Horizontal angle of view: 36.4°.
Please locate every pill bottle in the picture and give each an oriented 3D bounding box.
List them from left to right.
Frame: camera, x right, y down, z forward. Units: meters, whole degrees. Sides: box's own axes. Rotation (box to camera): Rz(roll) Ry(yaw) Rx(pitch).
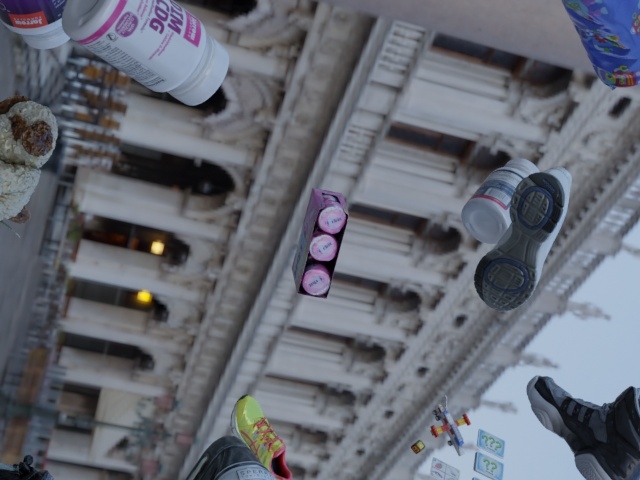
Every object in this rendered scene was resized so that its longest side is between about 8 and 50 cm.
[{"bbox_3d":[-0.625,-0.566,2.069,0.323,0.182,0.181,81,11,-54],"label":"pill bottle"},{"bbox_3d":[-0.312,-0.371,1.779,0.160,0.283,0.160,-22,-126,34],"label":"pill bottle"},{"bbox_3d":[0.369,-0.084,1.957,0.180,0.108,0.108,-46,170,-37],"label":"pill bottle"}]

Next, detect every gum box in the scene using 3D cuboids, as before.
[{"bbox_3d":[0.000,0.000,1.840,0.107,0.062,0.188,-106,-152,-65],"label":"gum box"}]

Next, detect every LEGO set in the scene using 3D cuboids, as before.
[{"bbox_3d":[0.322,0.471,2.196,0.060,0.244,0.182,-47,-161,46],"label":"LEGO set"}]

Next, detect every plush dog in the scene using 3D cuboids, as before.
[{"bbox_3d":[-0.576,-0.157,1.825,0.225,0.211,0.262,-53,-137,5],"label":"plush dog"}]

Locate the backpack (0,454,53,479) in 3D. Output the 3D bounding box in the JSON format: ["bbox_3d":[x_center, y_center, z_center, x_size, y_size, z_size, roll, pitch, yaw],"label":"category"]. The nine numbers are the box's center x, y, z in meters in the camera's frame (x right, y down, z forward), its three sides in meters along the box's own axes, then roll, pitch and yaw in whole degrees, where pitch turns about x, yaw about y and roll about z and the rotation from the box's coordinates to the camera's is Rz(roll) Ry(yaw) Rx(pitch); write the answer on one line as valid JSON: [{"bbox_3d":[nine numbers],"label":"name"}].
[{"bbox_3d":[-0.484,0.384,1.384,0.115,0.182,0.152,91,7,-58],"label":"backpack"}]

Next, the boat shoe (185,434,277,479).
[{"bbox_3d":[-0.142,0.380,1.140,0.335,0.121,0.119,-60,-152,15],"label":"boat shoe"}]

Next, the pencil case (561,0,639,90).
[{"bbox_3d":[0.436,-0.355,1.494,0.133,0.306,0.119,20,-101,41],"label":"pencil case"}]

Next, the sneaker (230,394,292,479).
[{"bbox_3d":[-0.111,0.409,1.984,0.094,0.081,0.208,-15,-82,40],"label":"sneaker"}]

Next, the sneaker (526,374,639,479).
[{"bbox_3d":[0.441,0.273,1.532,0.153,0.101,0.268,-48,-145,13],"label":"sneaker"}]

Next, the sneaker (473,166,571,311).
[{"bbox_3d":[0.366,0.001,1.696,0.129,0.111,0.297,-32,151,-50],"label":"sneaker"}]
